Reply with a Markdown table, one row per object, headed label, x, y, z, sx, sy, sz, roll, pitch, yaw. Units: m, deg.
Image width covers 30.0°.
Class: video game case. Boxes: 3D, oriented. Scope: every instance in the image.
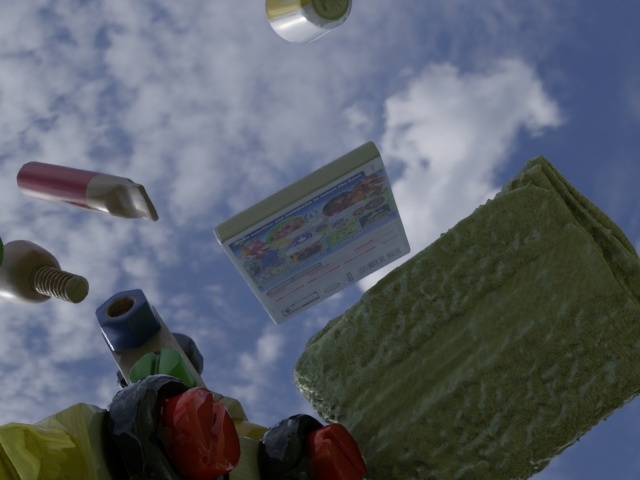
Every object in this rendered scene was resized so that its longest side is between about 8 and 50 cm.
| label | x | y | z | sx | sy | sz | roll | pitch | yaw |
| --- | --- | --- | --- | --- | --- | --- | --- | --- | --- |
| video game case | 0.000 | 0.000 | 0.615 | 0.087 | 0.122 | 0.011 | -29 | -115 | -1 |

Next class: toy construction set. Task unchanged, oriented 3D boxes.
| label | x | y | z | sx | sy | sz | roll | pitch | yaw |
| --- | --- | --- | --- | --- | --- | --- | --- | --- | --- |
| toy construction set | -0.039 | 0.165 | 0.392 | 0.151 | 0.328 | 0.215 | -20 | -113 | 4 |
| toy construction set | -0.111 | 0.117 | 0.682 | 0.257 | 0.237 | 0.309 | -13 | -75 | -39 |

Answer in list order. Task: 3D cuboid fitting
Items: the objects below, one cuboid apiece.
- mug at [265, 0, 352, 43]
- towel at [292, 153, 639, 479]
| label | x | y | z | sx | sy | sz | roll | pitch | yaw |
| --- | --- | --- | --- | --- | --- | --- | --- | --- | --- |
| mug | -0.012 | -0.197 | 0.977 | 0.078 | 0.064 | 0.062 | 17 | -92 | -25 |
| towel | 0.066 | 0.046 | 0.484 | 0.148 | 0.110 | 0.027 | -40 | -32 | 10 |
